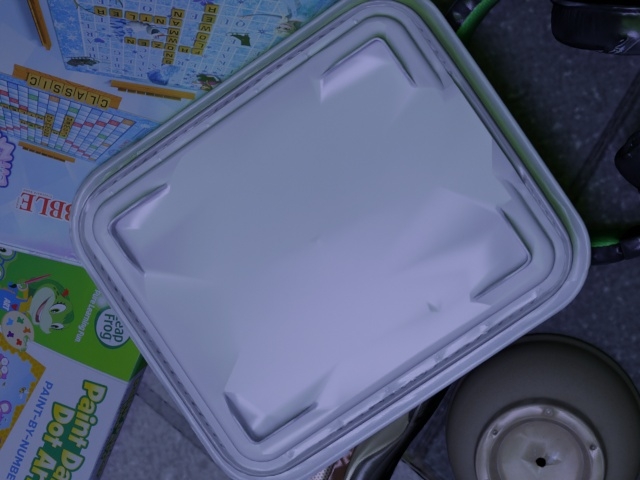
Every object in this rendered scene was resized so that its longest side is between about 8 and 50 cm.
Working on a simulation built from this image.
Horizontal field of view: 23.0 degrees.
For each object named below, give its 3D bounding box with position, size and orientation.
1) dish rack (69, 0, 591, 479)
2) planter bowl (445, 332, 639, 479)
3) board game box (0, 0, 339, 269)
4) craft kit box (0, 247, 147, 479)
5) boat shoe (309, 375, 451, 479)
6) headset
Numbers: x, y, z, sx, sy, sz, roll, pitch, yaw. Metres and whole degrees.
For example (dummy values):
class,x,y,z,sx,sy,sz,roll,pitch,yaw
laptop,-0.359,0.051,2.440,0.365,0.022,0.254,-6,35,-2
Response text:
class,x,y,z,sx,sy,sz,roll,pitch,yaw
dish rack,0.000,0.000,1.148,0.333,0.072,0.285,-34,87,7
planter bowl,0.172,0.161,1.219,0.162,0.109,0.162,1,97,11
board game box,-0.131,-0.127,1.233,0.319,0.066,0.317,14,91,7
craft kit box,-0.277,0.101,1.326,0.247,0.061,0.249,24,101,4
boat shoe,-0.005,0.178,1.259,0.120,0.122,0.324,31,94,11
headset,0.249,-0.124,1.126,0.394,0.185,0.243,-24,93,24
